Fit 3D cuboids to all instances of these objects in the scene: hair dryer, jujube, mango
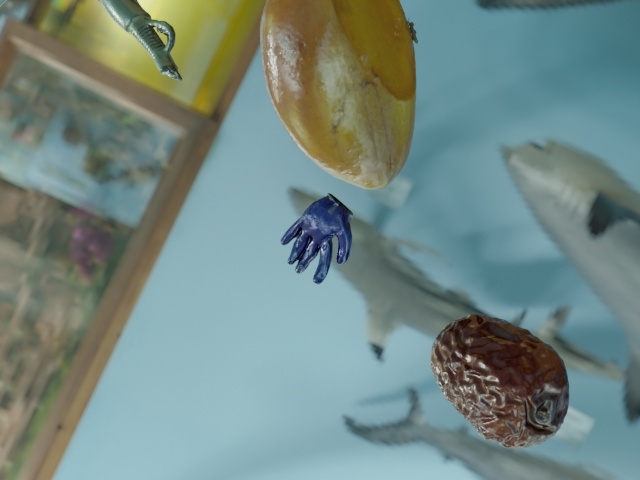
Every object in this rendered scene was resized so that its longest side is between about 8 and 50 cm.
[{"bbox_3d":[-0.167,-0.160,1.028,0.067,0.167,0.199,5,-117,-52],"label":"hair dryer"},{"bbox_3d":[0.182,0.140,1.588,0.109,0.112,0.176,49,174,-31],"label":"jujube"},{"bbox_3d":[0.025,-0.180,1.816,0.187,0.257,0.138,-17,-167,-42],"label":"mango"}]

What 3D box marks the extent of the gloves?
[{"bbox_3d":[0.000,0.000,1.495,0.064,0.086,0.026,45,-159,12],"label":"gloves"}]
